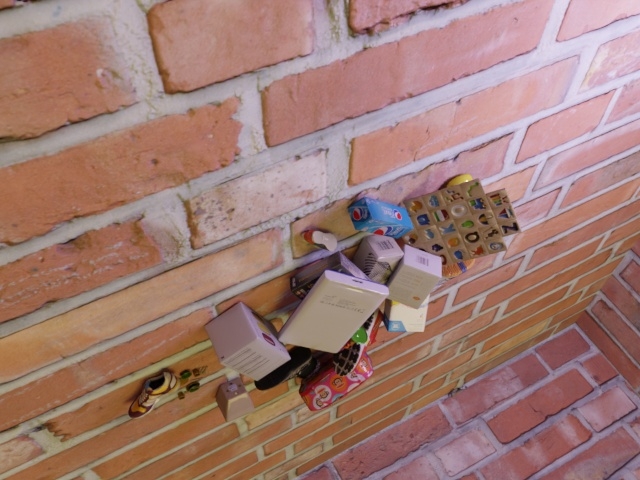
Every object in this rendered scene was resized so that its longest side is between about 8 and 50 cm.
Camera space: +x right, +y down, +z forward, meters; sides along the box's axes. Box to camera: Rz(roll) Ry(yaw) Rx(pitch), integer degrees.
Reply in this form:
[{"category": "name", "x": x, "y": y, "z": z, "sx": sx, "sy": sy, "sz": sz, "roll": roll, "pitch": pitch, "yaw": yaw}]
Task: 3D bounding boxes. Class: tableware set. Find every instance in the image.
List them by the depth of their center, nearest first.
[{"category": "tableware set", "x": -0.423, "y": 0.464, "z": 1.850, "sx": 0.103, "sy": 0.024, "sz": 0.154, "roll": -4, "pitch": 138, "yaw": -39}]

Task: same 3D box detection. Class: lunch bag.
[{"category": "lunch bag", "x": 0.063, "y": 0.519, "z": 2.213, "sx": 0.293, "sy": 0.120, "sz": 0.258, "roll": -34, "pitch": -179, "yaw": 5}]

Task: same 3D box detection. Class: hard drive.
[{"category": "hard drive", "x": 0.033, "y": 0.220, "z": 1.716, "sx": 0.210, "sy": 0.040, "sz": 0.319, "roll": 16, "pitch": 132, "yaw": -23}]

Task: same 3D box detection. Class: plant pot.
[{"category": "plant pot", "x": -0.301, "y": 0.547, "z": 2.005, "sx": 0.108, "sy": 0.109, "sz": 0.096, "roll": -18, "pitch": 133, "yaw": -23}]

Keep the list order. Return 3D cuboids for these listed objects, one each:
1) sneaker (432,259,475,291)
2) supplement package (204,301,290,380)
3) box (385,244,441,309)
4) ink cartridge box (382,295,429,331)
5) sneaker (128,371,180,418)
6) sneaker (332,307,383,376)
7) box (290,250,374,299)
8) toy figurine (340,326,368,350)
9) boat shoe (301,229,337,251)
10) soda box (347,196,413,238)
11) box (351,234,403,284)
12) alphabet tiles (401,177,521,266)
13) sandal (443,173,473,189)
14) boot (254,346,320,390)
[{"category": "sneaker", "x": 0.419, "y": 0.119, "z": 2.087, "sx": 0.296, "sy": 0.112, "sz": 0.131, "roll": -24, "pitch": 156, "yaw": 2}, {"category": "supplement package", "x": -0.214, "y": 0.307, "z": 1.717, "sx": 0.133, "sy": 0.139, "sz": 0.244, "roll": -34, "pitch": 149, "yaw": 3}, {"category": "box", "x": 0.288, "y": 0.117, "z": 1.816, "sx": 0.130, "sy": 0.091, "sz": 0.171, "roll": 20, "pitch": 132, "yaw": -7}, {"category": "ink cartridge box", "x": 0.298, "y": 0.196, "z": 1.969, "sx": 0.134, "sy": 0.078, "sz": 0.231, "roll": 1, "pitch": 111, "yaw": -8}, {"category": "sneaker", "x": -0.518, "y": 0.460, "z": 1.730, "sx": 0.185, "sy": 0.069, "sz": 0.084, "roll": -39, "pitch": 140, "yaw": -3}, {"category": "sneaker", "x": 0.146, "y": 0.364, "z": 2.037, "sx": 0.118, "sy": 0.107, "sz": 0.279, "roll": 23, "pitch": 97, "yaw": -49}, {"category": "box", "x": 0.049, "y": 0.147, "z": 1.715, "sx": 0.183, "sy": 0.056, "sz": 0.231, "roll": -29, "pitch": 133, "yaw": 21}, {"category": "toy figurine", "x": 0.059, "y": 0.329, "z": 1.982, "sx": 0.130, "sy": 0.173, "sz": 0.159, "roll": -42, "pitch": 170, "yaw": -47}, {"category": "boat shoe", "x": 0.000, "y": 0.000, "z": 1.590, "sx": 0.043, "sy": 0.049, "sz": 0.137, "roll": -1, "pitch": 169, "yaw": 33}, {"category": "soda box", "x": 0.172, "y": -0.062, "z": 1.620, "sx": 0.067, "sy": 0.071, "sz": 0.210, "roll": -35, "pitch": 152, "yaw": 33}, {"category": "box", "x": 0.149, "y": 0.108, "z": 1.819, "sx": 0.113, "sy": 0.094, "sz": 0.275, "roll": -9, "pitch": 140, "yaw": -32}, {"category": "alphabet tiles", "x": 0.407, "y": -0.043, "z": 1.715, "sx": 0.342, "sy": 0.011, "sz": 0.285, "roll": -16, "pitch": 127, "yaw": 25}, {"category": "sandal", "x": 0.394, "y": -0.051, "z": 1.787, "sx": 0.126, "sy": 0.138, "sz": 0.317, "roll": -11, "pitch": 144, "yaw": -42}, {"category": "boot", "x": -0.113, "y": 0.488, "z": 2.108, "sx": 0.236, "sy": 0.085, "sz": 0.179, "roll": -34, "pitch": 151, "yaw": -1}]
